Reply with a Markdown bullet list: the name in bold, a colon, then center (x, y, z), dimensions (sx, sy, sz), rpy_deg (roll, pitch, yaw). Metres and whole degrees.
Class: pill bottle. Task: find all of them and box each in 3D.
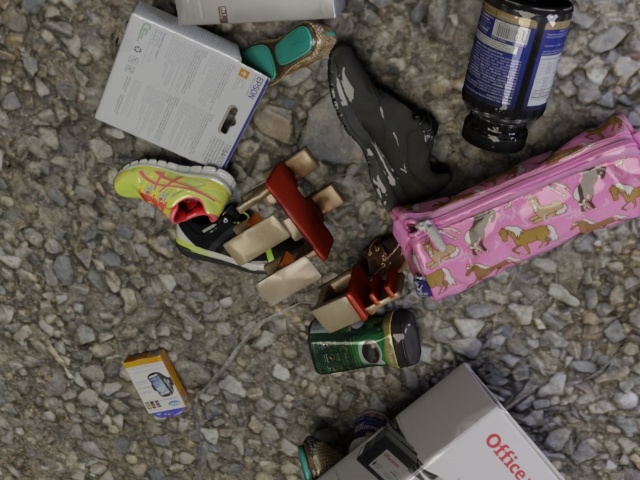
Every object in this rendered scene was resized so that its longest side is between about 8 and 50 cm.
- **pill bottle**: center (0.086, 0.362, 1.748), dimensions (0.067, 0.120, 0.067), rpy_deg (5, 118, 9)
- **pill bottle**: center (0.268, -0.239, 1.385), dimensions (0.123, 0.123, 0.219), rpy_deg (14, 120, 5)

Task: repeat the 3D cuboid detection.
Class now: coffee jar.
- **coffee jar**: center (0.076, 0.172, 1.673), dimensions (0.184, 0.079, 0.096), rpy_deg (-6, 114, 17)

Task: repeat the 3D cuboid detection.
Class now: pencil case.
- **pencil case**: center (0.298, -0.048, 1.428), dimensions (0.386, 0.167, 0.160), rpy_deg (-23, 106, 9)

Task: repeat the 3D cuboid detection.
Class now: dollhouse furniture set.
- **dollhouse furniture set**: center (0.000, 0.000, 1.496), dimensions (0.135, 0.262, 0.259), rpy_deg (-30, 108, 23)

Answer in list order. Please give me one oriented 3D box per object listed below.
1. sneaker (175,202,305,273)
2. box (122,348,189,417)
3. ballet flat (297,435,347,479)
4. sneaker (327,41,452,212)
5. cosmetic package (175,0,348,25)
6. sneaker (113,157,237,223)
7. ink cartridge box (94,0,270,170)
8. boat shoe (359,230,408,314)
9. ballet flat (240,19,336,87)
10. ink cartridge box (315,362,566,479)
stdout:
- **sneaker**: center (-0.136, -0.011, 1.622), dimensions (0.235, 0.084, 0.097), rpy_deg (8, 118, 9)
- **box**: center (-0.304, 0.270, 1.843), dimensions (0.081, 0.028, 0.136), rpy_deg (-13, 116, 19)
- **ballet flat**: center (0.057, 0.540, 1.851), dimensions (0.182, 0.164, 0.482), rpy_deg (-8, 123, -8)
- **sneaker**: center (0.103, -0.178, 1.480), dimensions (0.130, 0.109, 0.286), rpy_deg (-24, 117, 13)
- **cosmetic package**: center (-0.085, -0.380, 1.404), dimensions (0.238, 0.107, 0.127), rpy_deg (0, 115, 17)
- **sneaker**: center (-0.245, -0.073, 1.589), dimensions (0.209, 0.094, 0.081), rpy_deg (4, 154, 18)
- **ink cartridge box**: center (-0.212, -0.230, 1.514), dimensions (0.224, 0.045, 0.223), rpy_deg (25, 133, -11)
- **boat shoe**: center (0.099, 0.035, 1.598), dimensions (0.073, 0.073, 0.207), rpy_deg (28, 120, -6)
- **ballet flat**: center (-0.050, -0.272, 1.462), dimensions (0.206, 0.067, 0.073), rpy_deg (-9, 94, 50)
- **ink cartridge box**: center (0.191, 0.443, 1.644), dimensions (0.395, 0.166, 0.285), rpy_deg (-39, 115, 3)
